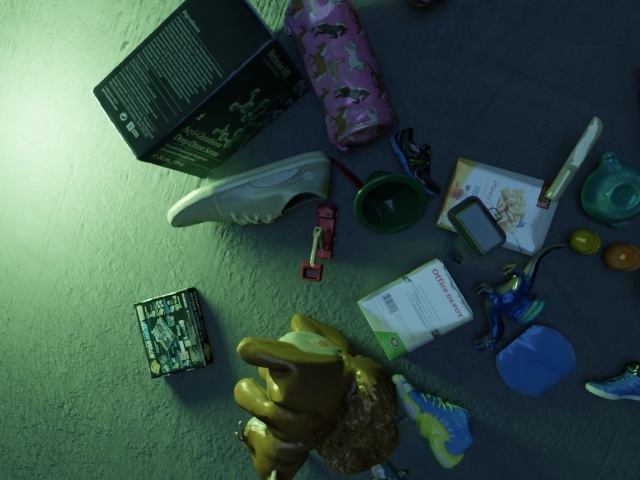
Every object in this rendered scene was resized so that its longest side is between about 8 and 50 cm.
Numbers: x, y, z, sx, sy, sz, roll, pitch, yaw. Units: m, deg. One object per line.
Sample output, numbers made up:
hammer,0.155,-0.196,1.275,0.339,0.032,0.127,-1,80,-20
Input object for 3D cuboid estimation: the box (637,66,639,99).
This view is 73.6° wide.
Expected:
box,0.817,-0.285,0.874,0.242,0.117,0.214,-2,89,12

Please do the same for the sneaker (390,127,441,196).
sneaker,0.238,-0.190,1.032,0.078,0.067,0.188,-31,80,17

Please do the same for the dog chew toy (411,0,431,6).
dog chew toy,0.264,-0.714,0.968,0.206,0.206,0.332,13,100,13

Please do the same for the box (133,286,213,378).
box,-0.408,0.256,1.187,0.175,0.051,0.220,-17,86,12

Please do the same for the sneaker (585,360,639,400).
sneaker,0.665,0.302,0.935,0.152,0.058,0.085,6,97,9

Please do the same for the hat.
hat,0.150,-0.145,1.073,0.173,0.184,0.208,-36,126,23

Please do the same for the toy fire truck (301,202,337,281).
toy fire truck,0.000,0.000,1.051,0.047,0.135,0.192,7,92,13

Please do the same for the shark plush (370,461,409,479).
shark plush,0.196,0.592,1.048,0.161,0.073,0.067,20,64,17

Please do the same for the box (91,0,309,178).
box,-0.266,-0.365,1.034,0.395,0.293,0.212,-38,82,11

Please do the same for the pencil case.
pencil case,0.048,-0.409,1.033,0.167,0.160,0.386,-26,84,45

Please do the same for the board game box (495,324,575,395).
board game box,0.495,0.275,0.991,0.133,0.033,0.169,45,104,4

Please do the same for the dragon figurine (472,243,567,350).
dragon figurine,0.449,0.132,0.970,0.289,0.085,0.144,-40,87,14

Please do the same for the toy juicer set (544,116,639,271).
toy juicer set,0.615,-0.078,0.939,0.209,0.089,0.329,-43,91,18

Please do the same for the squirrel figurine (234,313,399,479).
squirrel figurine,-0.016,0.420,0.992,0.397,0.281,0.371,19,100,15

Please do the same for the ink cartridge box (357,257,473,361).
ink cartridge box,0.225,0.160,1.020,0.219,0.092,0.160,-30,84,11

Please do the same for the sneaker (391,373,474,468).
sneaker,0.275,0.406,1.025,0.126,0.091,0.240,-32,82,-8

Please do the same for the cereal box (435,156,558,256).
cereal box,0.412,-0.079,1.001,0.240,0.047,0.173,18,95,12

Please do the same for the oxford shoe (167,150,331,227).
oxford shoe,-0.177,-0.097,1.083,0.449,0.169,0.130,-17,88,7

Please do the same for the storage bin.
storage bin,0.355,-0.032,0.946,0.098,0.091,0.135,-36,86,14
